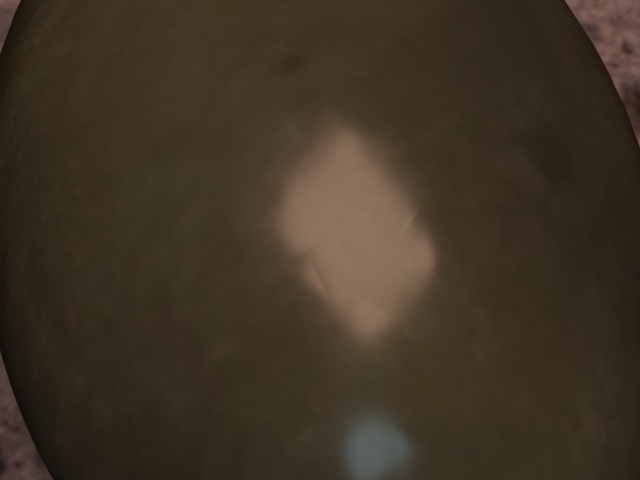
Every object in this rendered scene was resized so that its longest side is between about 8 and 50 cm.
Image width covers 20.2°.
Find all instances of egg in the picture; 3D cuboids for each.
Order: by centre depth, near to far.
[{"bbox_3d":[0.000,0.000,0.696,0.258,0.258,0.352,-5,59,-8],"label":"egg"}]
